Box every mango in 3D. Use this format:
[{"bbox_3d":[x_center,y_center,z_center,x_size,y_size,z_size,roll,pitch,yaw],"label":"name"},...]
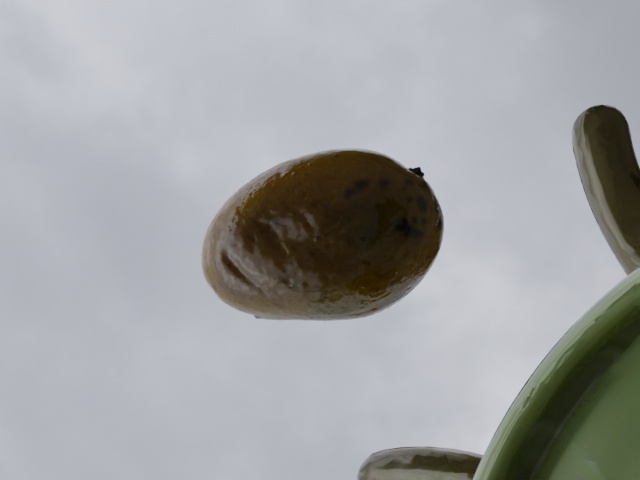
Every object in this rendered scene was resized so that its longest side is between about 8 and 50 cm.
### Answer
[{"bbox_3d":[0.000,0.000,0.791,0.057,0.114,0.079,-52,-56,-75],"label":"mango"}]

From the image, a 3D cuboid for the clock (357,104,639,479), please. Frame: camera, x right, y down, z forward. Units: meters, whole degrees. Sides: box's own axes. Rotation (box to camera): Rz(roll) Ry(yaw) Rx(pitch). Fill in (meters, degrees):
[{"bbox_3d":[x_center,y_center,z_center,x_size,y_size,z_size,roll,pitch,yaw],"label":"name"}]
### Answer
[{"bbox_3d":[0.122,0.090,0.358,0.096,0.235,0.308,21,-165,-48],"label":"clock"}]
